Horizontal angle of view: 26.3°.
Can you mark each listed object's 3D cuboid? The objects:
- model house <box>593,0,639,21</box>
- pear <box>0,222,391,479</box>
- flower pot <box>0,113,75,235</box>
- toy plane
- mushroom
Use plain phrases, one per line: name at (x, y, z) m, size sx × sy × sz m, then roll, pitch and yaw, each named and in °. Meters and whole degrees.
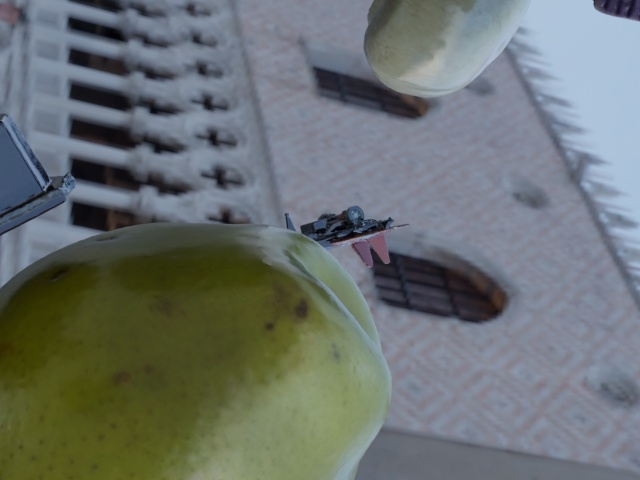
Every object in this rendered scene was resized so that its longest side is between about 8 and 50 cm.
model house at (0.325, -0.357, 1.446) m, size 0.237 × 0.202 × 0.237 m, roll 39°, pitch -52°, yaw 46°
pear at (-0.138, 0.158, 1.169) m, size 0.418 × 0.362 × 0.362 m, roll -36°, pitch -146°, yaw 14°
flower pot at (-0.326, -0.030, 1.051) m, size 0.179 × 0.251 × 0.084 m, roll 2°, pitch -65°, yaw 48°
toy plane at (0.000, -0.004, 1.451) m, size 0.130 × 0.189 × 0.061 m, roll -12°, pitch -100°, yaw 54°
mushroom at (0.143, -0.320, 1.778) m, size 0.254 × 0.234 × 0.260 m, roll -52°, pitch 173°, yaw 14°
